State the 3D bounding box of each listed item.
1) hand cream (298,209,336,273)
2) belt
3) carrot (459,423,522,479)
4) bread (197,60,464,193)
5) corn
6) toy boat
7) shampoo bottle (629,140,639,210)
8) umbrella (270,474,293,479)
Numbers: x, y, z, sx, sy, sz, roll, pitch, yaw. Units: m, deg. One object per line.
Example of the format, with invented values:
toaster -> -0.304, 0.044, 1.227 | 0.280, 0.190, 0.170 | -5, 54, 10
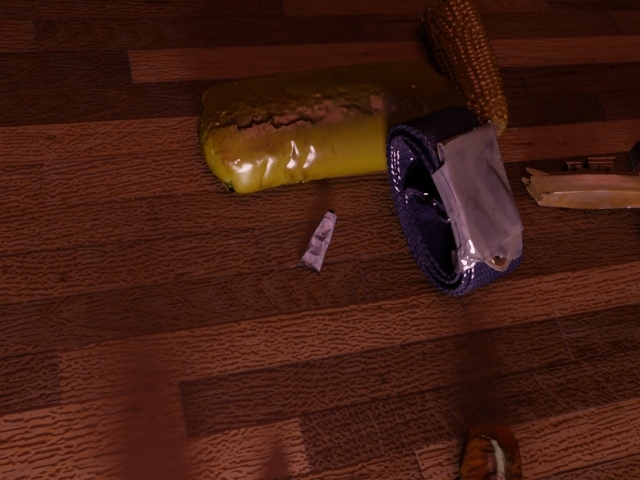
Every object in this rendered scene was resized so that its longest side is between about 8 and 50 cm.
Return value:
hand cream -> 0.000, 0.000, 0.884 | 0.030, 0.019, 0.093 | 24, 65, -2
belt -> 0.179, -0.054, 0.866 | 0.126, 0.139, 0.230 | -21, 96, -27
carrot -> 0.193, 0.327, 0.716 | 0.070, 0.070, 0.260 | 3, 62, -12
bread -> 0.023, -0.170, 0.926 | 0.383, 0.112, 0.166 | -10, 65, -19
corn -> 0.226, -0.274, 1.050 | 0.091, 0.091, 0.260 | -4, 67, -19
toy boat -> 0.401, -0.089, 0.986 | 0.206, 0.064, 0.072 | 2, 62, 5
shampoo bottle -> 0.522, -0.048, 1.012 | 0.086, 0.056, 0.227 | 6, 60, -3
umbrella -> -0.052, 0.281, 0.709 | 0.031, 0.020, 0.083 | 30, 64, 5
